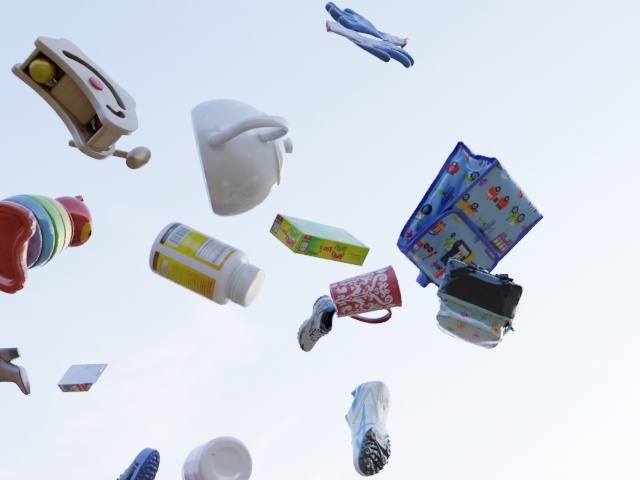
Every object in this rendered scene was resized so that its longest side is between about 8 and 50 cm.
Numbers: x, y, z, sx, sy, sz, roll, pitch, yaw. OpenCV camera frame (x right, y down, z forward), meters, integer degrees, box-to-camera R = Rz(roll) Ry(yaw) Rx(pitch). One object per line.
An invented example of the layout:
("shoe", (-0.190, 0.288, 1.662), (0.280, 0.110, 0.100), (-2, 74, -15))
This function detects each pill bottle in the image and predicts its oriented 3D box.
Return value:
("pill bottle", (-0.235, 0.504, 1.922), (0.121, 0.121, 0.221), (3, -20, -21))
("pill bottle", (-0.223, 0.053, 1.721), (0.215, 0.117, 0.117), (24, -30, 16))

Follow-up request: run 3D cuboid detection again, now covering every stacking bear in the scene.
("stacking bear", (-0.572, -0.022, 1.774), (0.164, 0.289, 0.175), (19, -73, 16))

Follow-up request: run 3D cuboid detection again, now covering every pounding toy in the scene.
("pounding toy", (-0.408, -0.199, 1.467), (0.155, 0.154, 0.269), (-42, -73, 18))

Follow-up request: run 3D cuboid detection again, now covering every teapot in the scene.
("teapot", (-0.144, -0.171, 1.709), (0.187, 0.256, 0.252), (-12, -56, -7))

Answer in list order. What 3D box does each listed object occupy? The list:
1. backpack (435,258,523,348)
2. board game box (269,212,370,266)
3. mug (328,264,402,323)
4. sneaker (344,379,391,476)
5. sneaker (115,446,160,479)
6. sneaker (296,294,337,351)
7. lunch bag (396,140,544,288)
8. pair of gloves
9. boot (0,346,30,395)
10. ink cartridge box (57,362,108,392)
("backpack", (0.311, 0.133, 1.726), (0.166, 0.144, 0.188), (17, -9, 15))
("board game box", (0.000, 0.000, 1.682), (0.181, 0.092, 0.043), (13, -73, -42))
("mug", (0.117, 0.153, 2.229), (0.169, 0.150, 0.113), (-13, 5, -5))
("sneaker", (0.085, 0.360, 1.648), (0.086, 0.237, 0.085), (-25, -67, 22))
("sneaker", (-0.439, 0.553, 1.905), (0.090, 0.232, 0.081), (15, -24, 28))
("sneaker", (-0.005, 0.185, 1.861), (0.052, 0.058, 0.135), (11, -70, -37))
("lunch bag", (0.297, -0.023, 1.861), (0.293, 0.138, 0.221), (-50, -52, -1))
("pair of gloves", (0.080, -0.339, 1.430), (0.159, 0.198, 0.023), (21, -64, -11))
("boot", (-0.649, 0.275, 1.778), (0.087, 0.118, 0.042), (-21, -21, -5))
("ink cartridge box", (-0.515, 0.302, 1.909), (0.115, 0.063, 0.029), (-7, -54, 29))
